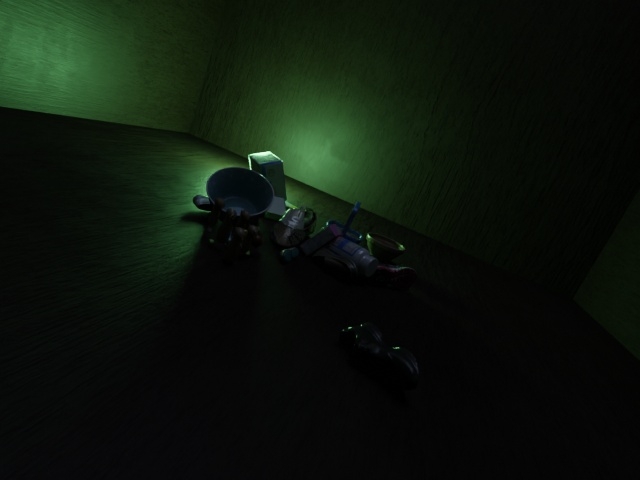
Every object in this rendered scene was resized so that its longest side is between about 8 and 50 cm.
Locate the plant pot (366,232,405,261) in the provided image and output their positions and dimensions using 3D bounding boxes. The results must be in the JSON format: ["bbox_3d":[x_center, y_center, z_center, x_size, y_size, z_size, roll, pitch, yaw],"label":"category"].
[{"bbox_3d":[0.368,0.051,2.376,0.237,0.110,0.237,20,14,-5],"label":"plant pot"}]

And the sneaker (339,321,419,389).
[{"bbox_3d":[0.157,0.334,1.153,0.130,0.109,0.286,3,14,-34],"label":"sneaker"}]

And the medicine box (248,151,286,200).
[{"bbox_3d":[-0.341,-0.406,2.609,0.149,0.263,0.289,-15,29,-20],"label":"medicine box"}]

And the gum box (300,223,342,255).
[{"bbox_3d":[0.000,0.000,1.921,0.062,0.188,0.107,58,20,5],"label":"gum box"}]

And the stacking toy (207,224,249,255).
[{"bbox_3d":[-0.378,-0.013,1.668,0.167,0.052,0.221,16,17,-21],"label":"stacking toy"}]

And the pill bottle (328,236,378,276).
[{"bbox_3d":[0.150,0.078,1.855,0.221,0.124,0.124,31,17,36],"label":"pill bottle"}]

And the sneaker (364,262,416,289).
[{"bbox_3d":[0.337,0.157,1.949,0.299,0.121,0.112,13,15,-29],"label":"sneaker"}]

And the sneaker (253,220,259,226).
[{"bbox_3d":[-0.377,-0.108,2.020,0.161,0.057,0.075,23,0,6],"label":"sneaker"}]

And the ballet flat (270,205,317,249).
[{"bbox_3d":[-0.120,-0.091,2.048,0.164,0.182,0.483,25,16,9],"label":"ballet flat"}]

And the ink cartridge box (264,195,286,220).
[{"bbox_3d":[-0.310,-0.199,2.297,0.235,0.056,0.171,12,39,-21],"label":"ink cartridge box"}]

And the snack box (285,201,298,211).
[{"bbox_3d":[-0.225,-0.223,2.634,0.141,0.037,0.100,31,16,32],"label":"snack box"}]

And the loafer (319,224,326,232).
[{"bbox_3d":[0.029,-0.067,2.413,0.061,0.062,0.170,17,14,-1],"label":"loafer"}]

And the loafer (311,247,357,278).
[{"bbox_3d":[0.058,0.113,1.807,0.087,0.094,0.251,-26,35,-38],"label":"loafer"}]

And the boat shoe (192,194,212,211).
[{"bbox_3d":[-0.514,-0.165,1.992,0.226,0.083,0.076,2,43,-37],"label":"boat shoe"}]

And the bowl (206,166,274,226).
[{"bbox_3d":[-0.384,-0.182,1.904,0.311,0.163,0.311,10,50,-12],"label":"bowl"}]

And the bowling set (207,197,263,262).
[{"bbox_3d":[-0.303,-0.052,1.572,0.200,0.154,0.287,0,41,-41],"label":"bowling set"}]

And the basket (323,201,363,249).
[{"bbox_3d":[0.128,-0.056,2.061,0.201,0.289,0.255,23,16,5],"label":"basket"}]

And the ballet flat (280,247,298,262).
[{"bbox_3d":[-0.146,0.064,1.755,0.052,0.057,0.168,-3,3,19],"label":"ballet flat"}]
